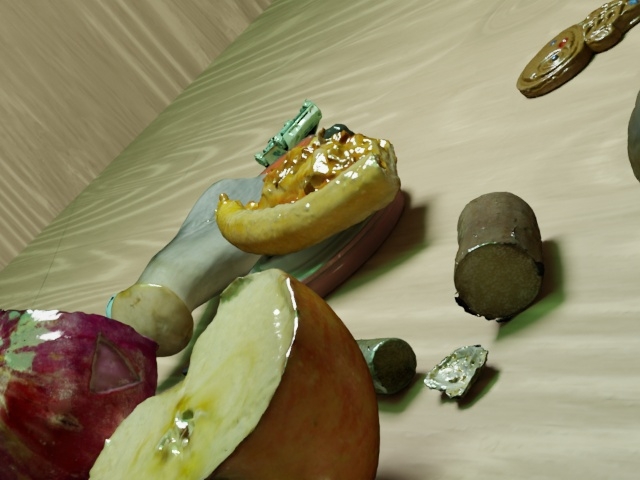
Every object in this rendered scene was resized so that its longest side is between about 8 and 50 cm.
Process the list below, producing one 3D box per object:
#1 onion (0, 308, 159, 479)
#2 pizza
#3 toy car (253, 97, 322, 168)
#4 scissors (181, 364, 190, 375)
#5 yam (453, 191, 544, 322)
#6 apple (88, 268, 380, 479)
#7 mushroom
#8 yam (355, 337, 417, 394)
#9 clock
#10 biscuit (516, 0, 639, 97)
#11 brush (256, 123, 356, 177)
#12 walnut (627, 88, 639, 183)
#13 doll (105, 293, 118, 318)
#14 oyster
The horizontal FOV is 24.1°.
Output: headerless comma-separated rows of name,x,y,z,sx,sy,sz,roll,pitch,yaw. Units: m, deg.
onion,-0.318,0.200,1.717,0.256,0.272,0.230,-23,49,63
pizza,-0.017,-0.059,1.729,0.182,0.074,0.365,-56,22,-19
toy car,-0.043,-0.152,2.290,0.093,0.058,0.186,-48,5,-20
scissors,-0.102,0.135,1.725,0.220,0.017,0.088,-21,26,54
yam,0.157,0.009,1.326,0.084,0.084,0.127,-36,19,21
apple,-0.051,0.186,1.190,0.293,0.163,0.251,-51,23,14
mushroom,-0.145,0.021,1.921,0.159,0.122,0.329,-41,7,40
yam,0.040,0.115,1.372,0.054,0.054,0.132,-48,16,-21
clock,-0.001,-0.001,1.778,0.244,0.056,0.244,-39,16,13
biscuit,0.297,-0.229,1.730,0.175,0.026,0.124,-36,17,20
brush,-0.067,-0.066,2.092,0.323,0.070,0.051,-33,14,31
walnut,0.303,-0.082,1.121,0.140,0.140,0.162,-44,25,-9
doll,-0.263,0.108,2.110,0.159,0.059,0.158,-42,17,2
oyster,0.116,0.110,1.257,0.054,0.019,0.083,-46,18,-11
